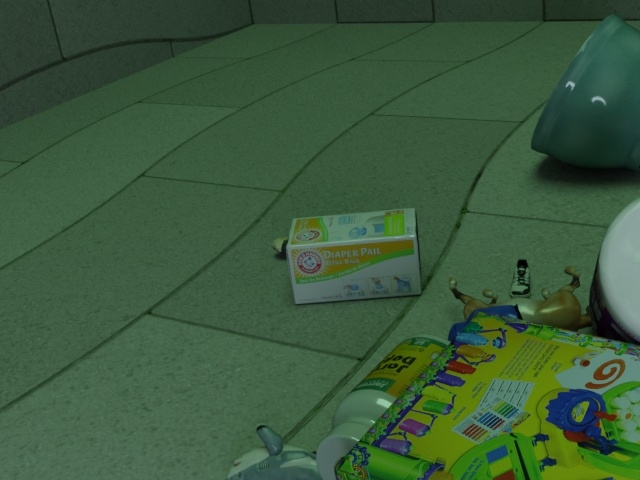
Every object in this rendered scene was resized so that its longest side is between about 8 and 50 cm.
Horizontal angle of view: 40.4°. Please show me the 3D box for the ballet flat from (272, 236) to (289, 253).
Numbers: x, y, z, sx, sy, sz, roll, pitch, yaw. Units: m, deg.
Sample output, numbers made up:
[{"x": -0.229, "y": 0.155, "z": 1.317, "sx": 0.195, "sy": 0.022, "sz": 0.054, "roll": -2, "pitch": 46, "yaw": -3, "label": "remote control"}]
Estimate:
[{"x": 0.000, "y": 0.000, "z": 1.505, "sx": 0.173, "sy": 0.049, "sz": 0.057, "roll": -1, "pitch": 25, "yaw": 14, "label": "ballet flat"}]

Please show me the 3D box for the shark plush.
[{"x": -0.023, "y": 0.272, "z": 0.966, "sx": 0.161, "sy": 0.073, "sz": 0.067, "roll": 21, "pitch": 53, "yaw": 13, "label": "shark plush"}]

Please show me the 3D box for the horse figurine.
[{"x": 0.277, "y": 0.100, "z": 1.190, "sx": 0.263, "sy": 0.066, "sz": 0.174, "roll": -4, "pitch": 24, "yaw": 10, "label": "horse figurine"}]

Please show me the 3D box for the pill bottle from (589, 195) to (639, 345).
[{"x": 0.388, "y": 0.061, "z": 0.972, "sx": 0.169, "sy": 0.169, "sz": 0.301, "roll": -1, "pitch": -16, "yaw": 14, "label": "pill bottle"}]

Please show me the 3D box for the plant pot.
[{"x": 0.563, "y": -0.251, "z": 1.647, "sx": 0.196, "sy": 0.293, "sz": 0.293, "roll": 34, "pitch": 41, "yaw": 19, "label": "plant pot"}]

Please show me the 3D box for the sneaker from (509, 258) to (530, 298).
[{"x": 0.300, "y": 0.057, "z": 1.308, "sx": 0.031, "sy": 0.037, "sz": 0.083, "roll": 0, "pitch": 27, "yaw": 13, "label": "sneaker"}]

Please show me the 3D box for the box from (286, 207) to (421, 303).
[{"x": 0.054, "y": 0.024, "z": 1.375, "sx": 0.203, "sy": 0.103, "sz": 0.114, "roll": -5, "pitch": 25, "yaw": 7, "label": "box"}]

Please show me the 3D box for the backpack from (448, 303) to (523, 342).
[{"x": 0.211, "y": 0.155, "z": 1.062, "sx": 0.101, "sy": 0.098, "sz": 0.120, "roll": -12, "pitch": 37, "yaw": 2, "label": "backpack"}]

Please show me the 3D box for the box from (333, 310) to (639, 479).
[{"x": 0.213, "y": 0.230, "z": 0.800, "sx": 0.279, "sy": 0.177, "sz": 0.290, "roll": 10, "pitch": 30, "yaw": 35, "label": "box"}]

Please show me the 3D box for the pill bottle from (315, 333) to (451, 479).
[{"x": 0.085, "y": 0.198, "z": 0.962, "sx": 0.117, "sy": 0.118, "sz": 0.208, "roll": 8, "pitch": 26, "yaw": 31, "label": "pill bottle"}]
